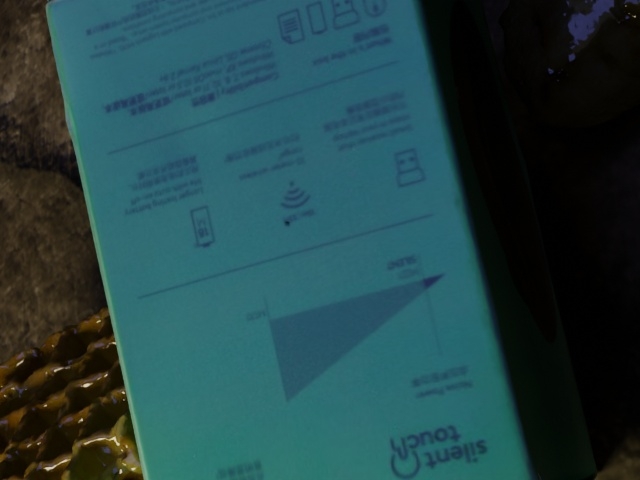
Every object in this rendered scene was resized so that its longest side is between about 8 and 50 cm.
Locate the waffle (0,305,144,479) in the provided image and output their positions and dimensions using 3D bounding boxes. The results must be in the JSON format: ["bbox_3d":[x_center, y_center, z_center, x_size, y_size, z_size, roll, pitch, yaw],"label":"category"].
[{"bbox_3d":[-0.165,0.133,1.185,0.229,0.057,0.219,-28,24,28],"label":"waffle"}]

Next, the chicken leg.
[{"bbox_3d":[0.168,-0.154,0.950,0.228,0.088,0.103,-57,27,27],"label":"chicken leg"}]

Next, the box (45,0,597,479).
[{"bbox_3d":[0.000,0.000,0.965,0.205,0.118,0.311,-17,81,24],"label":"box"}]
